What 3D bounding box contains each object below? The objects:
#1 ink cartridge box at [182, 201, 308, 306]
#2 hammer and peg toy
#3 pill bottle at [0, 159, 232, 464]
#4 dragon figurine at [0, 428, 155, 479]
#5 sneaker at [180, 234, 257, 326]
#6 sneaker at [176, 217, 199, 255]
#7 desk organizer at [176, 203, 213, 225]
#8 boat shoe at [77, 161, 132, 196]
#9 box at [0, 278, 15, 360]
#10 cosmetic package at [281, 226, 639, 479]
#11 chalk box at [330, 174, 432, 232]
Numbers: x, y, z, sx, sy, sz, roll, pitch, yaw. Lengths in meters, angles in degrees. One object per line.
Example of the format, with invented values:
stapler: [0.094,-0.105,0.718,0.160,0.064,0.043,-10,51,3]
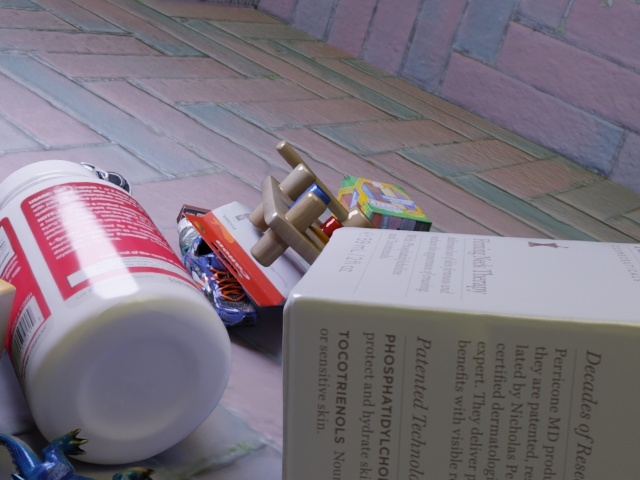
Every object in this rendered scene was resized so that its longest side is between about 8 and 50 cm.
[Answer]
ink cartridge box: [-0.099,0.019,1.525,0.189,0.066,0.232,49,3,12]
hammer and peg toy: [0.000,0.000,1.520,0.266,0.127,0.361,43,9,-16]
pill bottle: [-0.284,0.063,1.208,0.229,0.229,0.408,5,26,-33]
dragon figurine: [-0.257,0.260,0.954,0.289,0.085,0.144,25,22,11]
sneaker: [-0.159,0.061,1.507,0.083,0.087,0.221,2,27,-36]
sneaker: [-0.165,0.017,1.665,0.166,0.065,0.076,12,39,-9]
desk organizer: [-0.190,-0.034,1.763,0.130,0.047,0.050,12,21,-18]
boat shoe: [-0.388,-0.078,1.624,0.108,0.102,0.301,23,22,9]
box: [-0.515,0.112,0.979,0.215,0.168,0.345,27,23,19]
cosmetic package: [0.181,0.182,1.016,0.393,0.327,0.329,3,13,8]
chalk box: [0.113,-0.013,1.850,0.132,0.132,0.213,11,22,-21]
